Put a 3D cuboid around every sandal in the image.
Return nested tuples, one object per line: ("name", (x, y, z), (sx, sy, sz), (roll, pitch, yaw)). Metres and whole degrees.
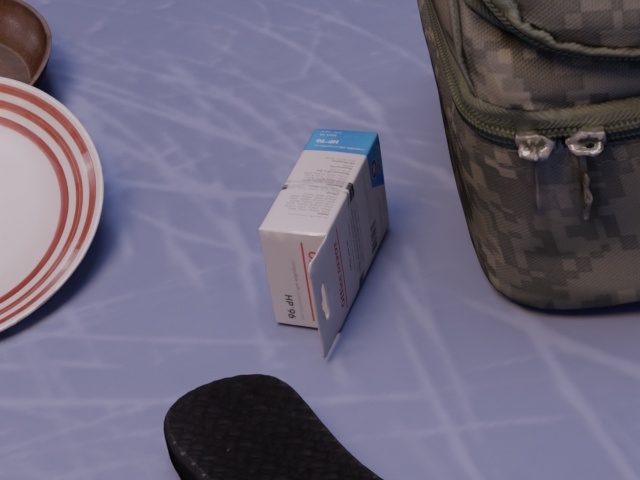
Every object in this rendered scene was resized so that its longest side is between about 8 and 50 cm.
("sandal", (-0.004, 0.096, 0.434), (0.067, 0.040, 0.179), (-14, 24, -15))

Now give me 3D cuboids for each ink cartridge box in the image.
("ink cartridge box", (0.000, 0.000, 0.537), (0.028, 0.048, 0.083), (6, 40, 19))

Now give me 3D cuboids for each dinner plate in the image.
("dinner plate", (-0.161, -0.012, 0.589), (0.141, 0.017, 0.141), (-1, 56, 2))

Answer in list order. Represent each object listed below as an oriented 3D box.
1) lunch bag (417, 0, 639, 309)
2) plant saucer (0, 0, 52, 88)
("lunch bag", (0.168, -0.138, 0.499), (0.305, 0.256, 0.212), (-8, 39, 6))
("plant saucer", (-0.213, -0.072, 0.689), (0.168, 0.029, 0.168), (-6, 37, 5))
